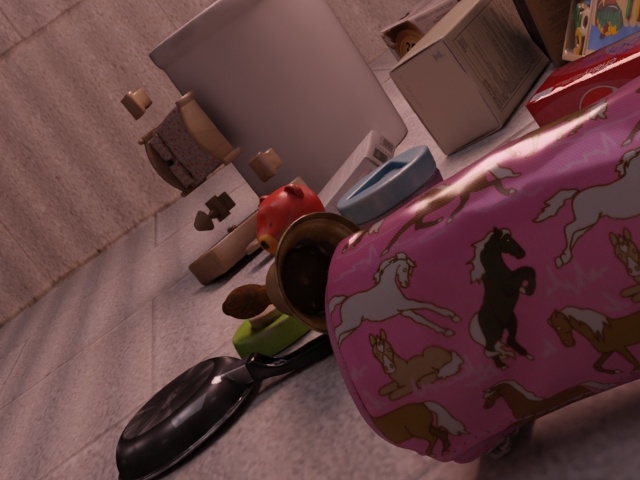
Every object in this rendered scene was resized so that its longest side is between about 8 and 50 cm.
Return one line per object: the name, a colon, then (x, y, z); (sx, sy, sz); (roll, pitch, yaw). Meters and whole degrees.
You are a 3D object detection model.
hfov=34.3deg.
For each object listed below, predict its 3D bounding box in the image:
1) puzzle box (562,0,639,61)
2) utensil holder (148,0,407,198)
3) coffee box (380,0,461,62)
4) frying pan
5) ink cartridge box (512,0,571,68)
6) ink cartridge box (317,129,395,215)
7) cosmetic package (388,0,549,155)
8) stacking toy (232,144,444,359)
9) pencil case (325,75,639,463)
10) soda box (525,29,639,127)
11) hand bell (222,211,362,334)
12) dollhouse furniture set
puzzle box: (0.389, -0.339, 1.232); (0.052, 0.272, 0.409); (7, 11, -5)
utensil holder: (-0.070, -0.277, 1.901); (0.327, 0.385, 0.327); (-33, 13, 9)
coffee box: (0.257, -0.376, 1.909); (0.119, 0.168, 0.297); (-40, 13, -19)
frying pan: (-0.112, 0.172, 1.105); (0.326, 0.053, 0.197); (-28, 15, 44)
ink cartridge box: (0.396, -0.398, 1.516); (0.235, 0.193, 0.088); (-34, 46, 5)
ink cartridge box: (0.026, -0.059, 1.651); (0.232, 0.066, 0.189); (-54, 6, 19)
cosmetic package: (0.244, -0.279, 1.593); (0.113, 0.160, 0.309); (-27, 14, 40)
stacking toy: (0.000, 0.000, 1.248); (0.309, 0.130, 0.279); (-25, 16, 43)
pencil case: (0.192, 0.001, 0.622); (0.386, 0.167, 0.160); (-29, 35, 28)
soda box: (0.338, -0.160, 1.024); (0.263, 0.092, 0.083); (-21, 20, 52)
hand bell: (-0.051, 0.056, 1.137); (0.126, 0.126, 0.242); (-43, 12, -32)
dollhouse furniture set: (-0.230, -0.122, 1.773); (0.174, 0.355, 0.303); (-42, 6, -28)
